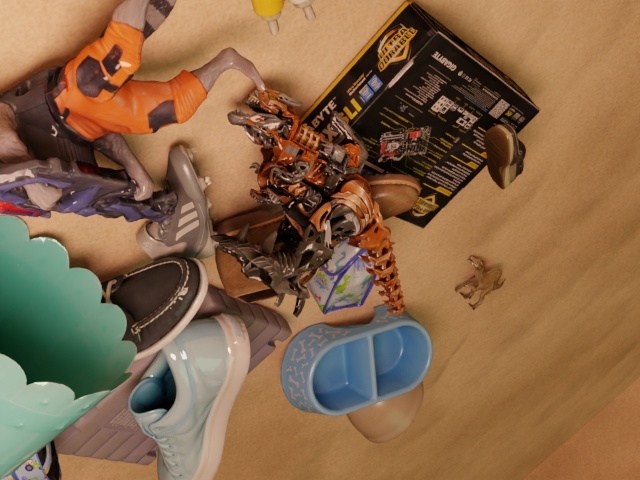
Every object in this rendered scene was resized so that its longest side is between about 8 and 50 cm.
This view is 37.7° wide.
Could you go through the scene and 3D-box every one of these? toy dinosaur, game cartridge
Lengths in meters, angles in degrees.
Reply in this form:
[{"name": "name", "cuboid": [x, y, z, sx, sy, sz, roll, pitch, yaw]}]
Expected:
[{"name": "toy dinosaur", "cuboid": [0.318, 0.089, 1.813, 0.093, 0.053, 0.183, -42, 147, 9]}, {"name": "game cartridge", "cuboid": [-0.237, 0.219, 1.481, 0.355, 0.068, 0.230, -43, 142, 12]}, {"name": "toy dinosaur", "cuboid": [-0.004, -0.031, 1.145, 0.218, 0.322, 0.164, -44, 175, -12]}]

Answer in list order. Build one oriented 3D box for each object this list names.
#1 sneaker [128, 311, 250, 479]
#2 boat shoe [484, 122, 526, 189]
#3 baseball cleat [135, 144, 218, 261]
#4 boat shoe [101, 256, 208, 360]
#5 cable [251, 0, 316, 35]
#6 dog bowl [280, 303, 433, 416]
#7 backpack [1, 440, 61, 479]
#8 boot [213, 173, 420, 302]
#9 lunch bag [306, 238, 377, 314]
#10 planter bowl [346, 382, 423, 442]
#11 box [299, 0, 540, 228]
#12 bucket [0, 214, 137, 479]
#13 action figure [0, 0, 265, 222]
[{"name": "sneaker", "cuboid": [-0.221, 0.250, 1.383, 0.150, 0.135, 0.365, -3, 127, -29]}, {"name": "boat shoe", "cuboid": [0.271, -0.130, 1.356, 0.049, 0.056, 0.152, -36, 158, -8]}, {"name": "baseball cleat", "cuboid": [-0.187, -0.032, 1.191, 0.110, 0.072, 0.205, -20, 142, -10]}, {"name": "boat shoe", "cuboid": [-0.280, 0.107, 1.217, 0.303, 0.114, 0.091, -36, 140, 18]}, {"name": "cable", "cuboid": [-0.055, -0.333, 0.920, 0.139, 0.072, 0.287, -41, 147, 0]}, {"name": "dog bowl", "cuboid": [0.075, 0.218, 1.666, 0.297, 0.074, 0.165, -13, 106, -29]}, {"name": "backpack", "cuboid": [-0.426, 0.275, 1.274, 0.117, 0.173, 0.158, -24, 147, -16]}, {"name": "boot", "cuboid": [0.000, 0.000, 1.265, 0.305, 0.115, 0.112, -20, 153, 16]}, {"name": "lunch bag", "cuboid": [0.024, 0.012, 1.382, 0.096, 0.128, 0.151, -10, 141, -34]}, {"name": "planter bowl", "cuboid": [0.104, 0.295, 1.812, 0.162, 0.162, 0.109, -44, 120, 13]}, {"name": "box", "cuboid": [0.135, -0.160, 1.309, 0.257, 0.079, 0.322, -45, 146, 20]}, {"name": "bucket", "cuboid": [-0.370, 0.118, 1.045, 0.183, 0.281, 0.281, -43, 146, 16]}, {"name": "action figure", "cuboid": [-0.230, -0.128, 0.992, 0.330, 0.178, 0.341, -31, 167, 8]}]
